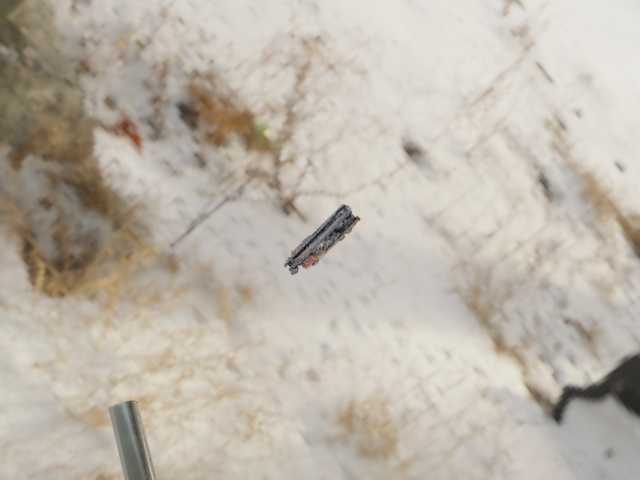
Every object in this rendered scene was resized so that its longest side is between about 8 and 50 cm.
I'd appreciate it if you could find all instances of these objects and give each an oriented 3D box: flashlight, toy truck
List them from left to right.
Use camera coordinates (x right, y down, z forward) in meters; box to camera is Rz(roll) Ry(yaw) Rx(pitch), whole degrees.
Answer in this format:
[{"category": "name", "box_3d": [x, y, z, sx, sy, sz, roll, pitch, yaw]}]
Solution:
[{"category": "flashlight", "box_3d": [-0.110, 0.139, 0.897, 0.018, 0.018, 0.083, 50, 22, -69]}, {"category": "toy truck", "box_3d": [0.000, 0.000, 1.393, 0.024, 0.083, 0.032, 48, 5, 20]}]
